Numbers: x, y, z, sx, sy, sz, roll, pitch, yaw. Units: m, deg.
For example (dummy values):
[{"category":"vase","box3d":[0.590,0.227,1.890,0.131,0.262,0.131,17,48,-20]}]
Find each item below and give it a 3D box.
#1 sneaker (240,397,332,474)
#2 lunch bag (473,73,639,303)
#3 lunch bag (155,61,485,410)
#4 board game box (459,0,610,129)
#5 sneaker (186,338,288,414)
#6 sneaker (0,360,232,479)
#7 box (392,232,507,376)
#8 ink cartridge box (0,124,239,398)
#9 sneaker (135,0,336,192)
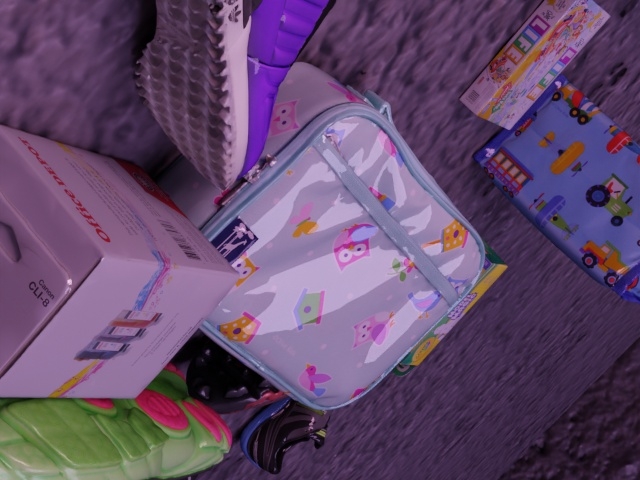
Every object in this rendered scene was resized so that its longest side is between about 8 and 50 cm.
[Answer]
[{"category":"sneaker","box3d":[-0.008,0.200,1.580,0.188,0.078,0.067,-44,158,0]},{"category":"lunch bag","box3d":[0.318,-0.025,1.536,0.138,0.221,0.293,-44,158,1]},{"category":"lunch bag","box3d":[0.000,0.000,1.084,0.224,0.108,0.279,-42,137,3]},{"category":"board game box","box3d":[0.213,-0.182,1.332,0.154,0.026,0.103,-50,158,15]},{"category":"sneaker","box3d":[-0.025,0.117,1.373,0.276,0.097,0.135,-28,152,-36]},{"category":"sneaker","box3d":[-0.225,0.178,1.029,0.202,0.185,0.483,-49,157,5]},{"category":"box","box3d":[0.108,0.056,1.480,0.043,0.105,0.179,8,126,-53]},{"category":"ink cartridge box","box3d":[-0.170,0.020,0.905,0.127,0.128,0.176,-48,157,12]},{"category":"sneaker","box3d":[-0.033,-0.151,0.865,0.146,0.102,0.293,-34,156,-25]}]
